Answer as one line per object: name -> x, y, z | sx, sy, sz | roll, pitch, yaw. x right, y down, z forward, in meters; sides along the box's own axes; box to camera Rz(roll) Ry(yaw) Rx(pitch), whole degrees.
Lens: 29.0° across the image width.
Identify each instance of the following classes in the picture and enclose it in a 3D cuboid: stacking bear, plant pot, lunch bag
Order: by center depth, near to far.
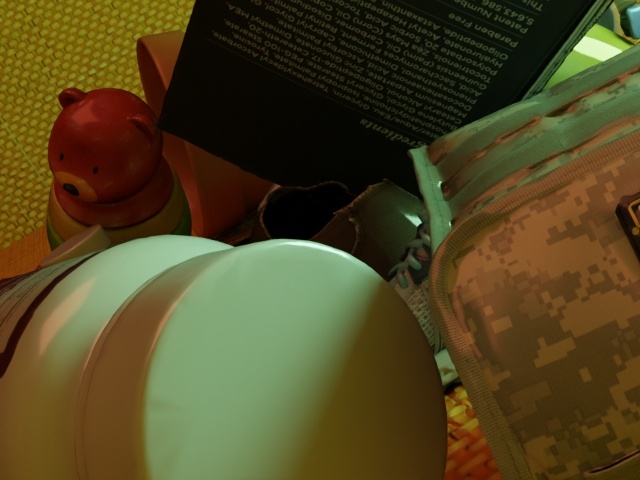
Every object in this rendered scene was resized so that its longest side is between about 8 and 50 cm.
lunch bag -> 0.182, 0.008, 0.621 | 0.235, 0.169, 0.287 | -25, 22, 10
plant pot -> 0.247, -0.141, 1.129 | 0.095, 0.134, 0.134 | 4, 20, 7
stacking bear -> -0.215, -0.036, 1.281 | 0.164, 0.175, 0.289 | -51, -20, -33
plant pot -> -0.116, -0.170, 1.724 | 0.204, 0.290, 0.291 | -19, 11, -12

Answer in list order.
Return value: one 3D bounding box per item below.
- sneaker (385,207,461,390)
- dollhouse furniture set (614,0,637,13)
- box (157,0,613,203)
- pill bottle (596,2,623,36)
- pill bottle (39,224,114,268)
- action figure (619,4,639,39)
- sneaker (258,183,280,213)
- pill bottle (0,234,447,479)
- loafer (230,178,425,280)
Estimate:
sneaker -> 0.095, 0.014, 0.871 | 0.283, 0.122, 0.110 | -32, 13, -2
dollhouse furniture set -> 0.397, -0.398, 1.510 | 0.242, 0.212, 0.161 | -32, -26, 35
box -> 0.105, -0.338, 1.105 | 0.471, 0.297, 0.479 | 120, 173, -58
pill bottle -> 0.220, -0.212, 1.408 | 0.246, 0.130, 0.130 | -16, 20, 48
pill bottle -> -0.194, 0.072, 1.190 | 0.094, 0.169, 0.094 | -30, 14, 9
action figure -> 0.380, -0.315, 1.178 | 0.341, 0.178, 0.330 | -24, 23, -25
sneaker -> 0.011, -0.089, 1.520 | 0.092, 0.087, 0.229 | -20, 15, 48
pill bottle -> -0.120, 0.117, 0.754 | 0.224, 0.224, 0.392 | -40, 16, -34
loafer -> 0.000, 0.000, 1.115 | 0.134, 0.130, 0.366 | -38, 15, -28
